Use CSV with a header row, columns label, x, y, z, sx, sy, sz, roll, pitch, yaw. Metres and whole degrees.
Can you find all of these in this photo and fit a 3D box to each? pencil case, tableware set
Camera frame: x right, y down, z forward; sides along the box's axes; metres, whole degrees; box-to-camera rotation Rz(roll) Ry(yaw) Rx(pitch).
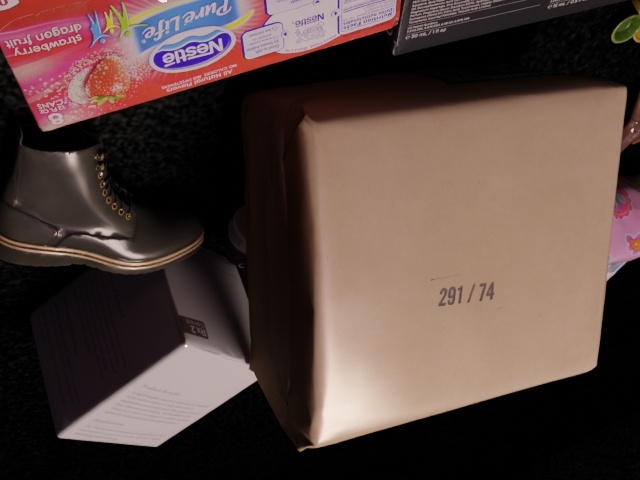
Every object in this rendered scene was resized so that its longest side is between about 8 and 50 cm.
label,x,y,z,sx,sy,sz,roll,pitch,yaw
pencil case,0.348,-0.019,1.102,0.284,0.124,0.124,-11,147,-22
tableware set,0.382,-0.246,0.861,0.154,0.024,0.104,-8,146,-28

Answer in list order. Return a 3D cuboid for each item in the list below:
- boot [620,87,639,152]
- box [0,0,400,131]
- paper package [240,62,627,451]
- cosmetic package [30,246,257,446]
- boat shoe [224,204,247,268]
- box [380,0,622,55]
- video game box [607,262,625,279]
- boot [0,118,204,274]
label,x,y,z,sx,sy,sz,roll,pitch,yaw
boot,0.378,-0.151,0.991,0.106,0.037,0.114,-31,155,-18
box,-0.084,-0.186,0.514,0.256,0.123,0.128,-19,149,-10
paper package,0.100,-0.003,0.770,0.324,0.168,0.310,-9,113,-22
cosmetic package,-0.180,0.108,0.868,0.183,0.151,0.151,-35,149,17
boat shoe,0.000,0.000,0.911,0.228,0.080,0.076,-6,151,-28
box,0.165,-0.262,0.600,0.261,0.103,0.184,-16,152,-15
video game box,0.407,0.037,1.295,0.187,0.048,0.205,-2,143,-30
boot,-0.183,-0.040,0.722,0.197,0.077,0.137,-4,138,-34
